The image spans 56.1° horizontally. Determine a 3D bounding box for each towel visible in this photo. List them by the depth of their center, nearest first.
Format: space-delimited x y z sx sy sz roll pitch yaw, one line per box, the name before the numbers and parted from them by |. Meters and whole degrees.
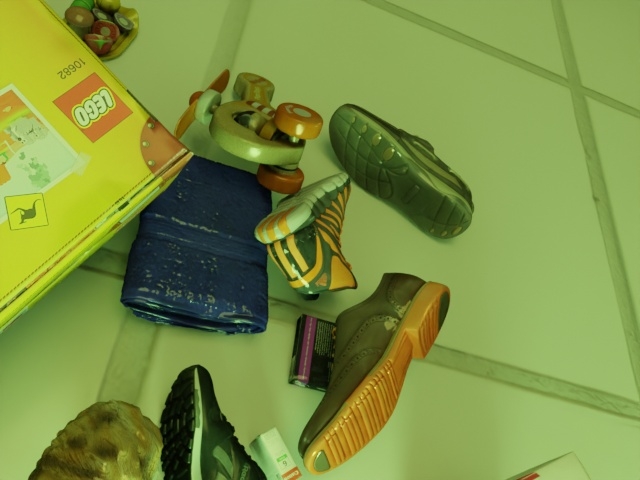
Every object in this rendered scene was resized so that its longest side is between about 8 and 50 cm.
towel | -0.193 0.002 0.991 0.228 0.076 0.308 17 52 -23

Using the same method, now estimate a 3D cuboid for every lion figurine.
lion figurine | -0.322 0.346 0.647 0.392 0.142 0.240 -33 43 -31

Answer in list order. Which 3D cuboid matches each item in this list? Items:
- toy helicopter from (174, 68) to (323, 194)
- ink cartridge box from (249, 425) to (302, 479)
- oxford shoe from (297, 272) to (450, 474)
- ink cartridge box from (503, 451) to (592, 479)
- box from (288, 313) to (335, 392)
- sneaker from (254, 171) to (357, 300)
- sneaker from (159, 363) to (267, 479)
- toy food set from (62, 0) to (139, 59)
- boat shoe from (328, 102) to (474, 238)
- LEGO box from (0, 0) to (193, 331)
toy helicopter | -0.138 -0.238 1.115 0.235 0.140 0.355 12 31 -15
ink cartridge box | -0.055 0.323 0.840 0.029 0.063 0.115 -22 70 -32
oxford shoe | 0.064 0.193 0.936 0.133 0.130 0.363 22 52 31
ink cartridge box | 0.244 0.394 0.823 0.172 0.237 0.100 -11 61 -30
box | 0.033 0.197 0.989 0.162 0.029 0.116 17 54 -12
sneaker | 0.000 0.000 1.060 0.180 0.125 0.321 63 30 -13
sneaker | -0.136 0.310 0.806 0.124 0.107 0.283 11 57 -37
toy food set | -0.432 -0.418 1.154 0.128 0.071 0.217 24 52 -9
boat shoe | 0.168 -0.151 1.239 0.355 0.132 0.130 42 41 -5
LEGO box | -0.470 -0.063 0.707 0.372 0.193 0.500 47 62 -10
